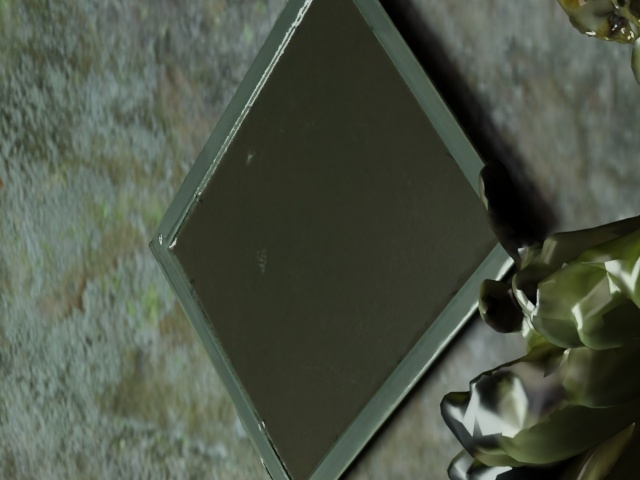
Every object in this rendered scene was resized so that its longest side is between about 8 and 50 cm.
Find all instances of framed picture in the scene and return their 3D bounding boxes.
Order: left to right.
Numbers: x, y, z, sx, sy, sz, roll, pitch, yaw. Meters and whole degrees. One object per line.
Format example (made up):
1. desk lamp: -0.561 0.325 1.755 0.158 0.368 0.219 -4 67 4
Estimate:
1. framed picture: 0.000 0.000 0.812 0.197 0.014 0.252 60 138 25

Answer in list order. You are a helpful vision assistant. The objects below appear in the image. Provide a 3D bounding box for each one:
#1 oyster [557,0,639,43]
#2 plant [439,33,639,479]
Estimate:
1. oyster: 0.097 -0.154 0.626 0.177 0.056 0.105 64 151 22
2. plant: 0.146 -0.014 0.425 0.306 0.261 0.297 -26 77 62
